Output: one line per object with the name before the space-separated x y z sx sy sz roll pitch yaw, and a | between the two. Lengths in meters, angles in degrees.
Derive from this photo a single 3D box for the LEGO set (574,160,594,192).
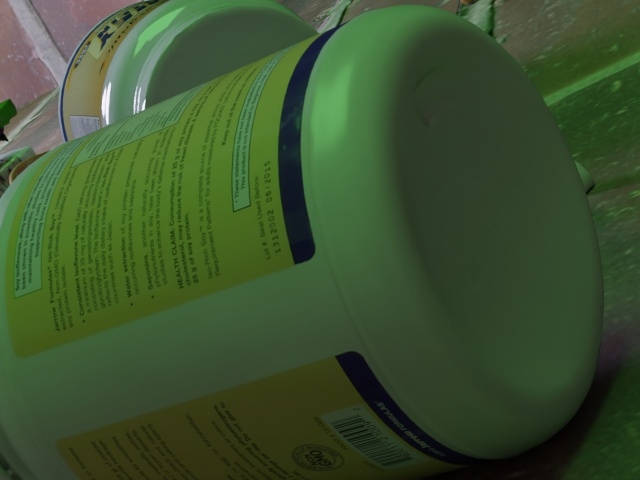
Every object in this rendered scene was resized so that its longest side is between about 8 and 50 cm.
LEGO set | 0.076 -0.041 1.328 0.227 0.093 0.087 -14 20 45

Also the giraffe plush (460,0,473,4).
giraffe plush | 0.222 -0.398 2.147 0.181 0.170 0.210 -36 16 -26

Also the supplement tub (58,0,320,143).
supplement tub | -0.112 -0.123 1.708 0.228 0.228 0.316 -32 14 -14

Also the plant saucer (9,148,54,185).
plant saucer | -0.242 -0.058 1.983 0.199 0.037 0.200 1 22 0

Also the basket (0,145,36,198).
basket | -0.401 -0.029 2.181 0.167 0.113 0.103 -15 21 45

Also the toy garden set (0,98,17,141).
toy garden set | -0.475 -0.060 2.140 0.203 0.049 0.244 -24 21 24

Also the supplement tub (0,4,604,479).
supplement tub | -0.038 0.032 0.992 0.331 0.241 0.241 -19 17 33
